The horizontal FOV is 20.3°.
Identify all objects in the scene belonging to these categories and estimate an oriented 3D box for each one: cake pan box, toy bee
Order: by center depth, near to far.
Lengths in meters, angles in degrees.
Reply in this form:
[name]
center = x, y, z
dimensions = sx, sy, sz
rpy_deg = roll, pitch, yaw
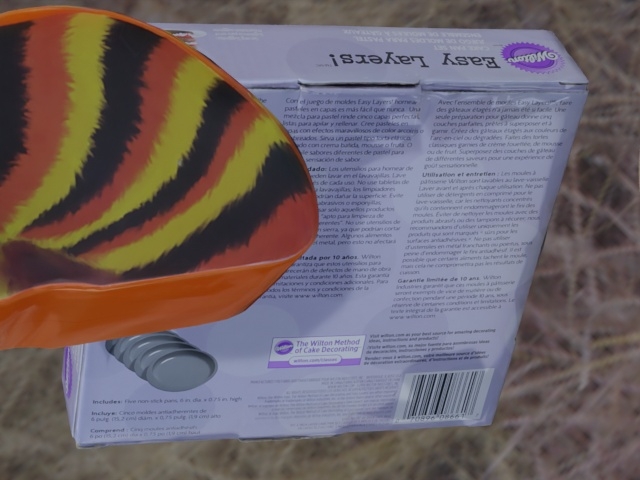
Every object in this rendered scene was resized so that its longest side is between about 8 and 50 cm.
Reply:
[toy bee]
center = -0.152, -0.020, 0.464
dimensions = 0.195, 0.298, 0.162
rpy_deg = -34, 77, 39
[cake pan box]
center = 0.000, 0.000, 0.979
dimensions = 0.070, 0.267, 0.245
rpy_deg = -109, 22, -48

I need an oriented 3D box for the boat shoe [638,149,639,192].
[boat shoe]
center = 0.212, -0.034, 0.820
dimensions = 0.103, 0.092, 0.285
rpy_deg = -9, 151, 25
